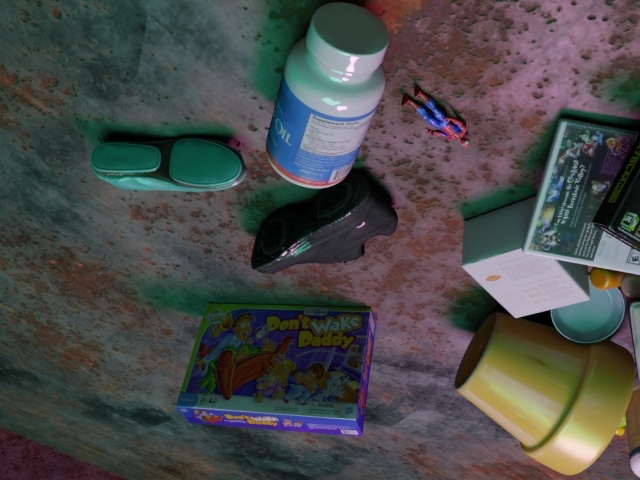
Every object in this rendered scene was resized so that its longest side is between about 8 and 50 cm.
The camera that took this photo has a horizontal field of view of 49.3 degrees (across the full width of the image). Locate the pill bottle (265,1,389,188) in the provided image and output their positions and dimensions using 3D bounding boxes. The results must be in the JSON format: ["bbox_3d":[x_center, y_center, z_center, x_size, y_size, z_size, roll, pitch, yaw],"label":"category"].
[{"bbox_3d":[0.009,-0.177,0.864,0.124,0.124,0.221,15,143,-5],"label":"pill bottle"}]

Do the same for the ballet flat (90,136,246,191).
[{"bbox_3d":[-0.223,-0.112,1.066,0.247,0.083,0.087,4,167,10],"label":"ballet flat"}]

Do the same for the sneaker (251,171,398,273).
[{"bbox_3d":[0.000,0.000,1.124,0.130,0.109,0.286,31,142,-34],"label":"sneaker"}]

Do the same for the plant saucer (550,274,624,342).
[{"bbox_3d":[0.448,0.113,1.176,0.119,0.021,0.119,1,102,7],"label":"plant saucer"}]

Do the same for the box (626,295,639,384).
[{"bbox_3d":[0.539,0.152,1.051,0.127,0.148,0.232,-8,177,22],"label":"box"}]

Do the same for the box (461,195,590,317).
[{"bbox_3d":[0.319,0.030,1.083,0.130,0.091,0.170,-21,133,36],"label":"box"}]

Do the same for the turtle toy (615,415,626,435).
[{"bbox_3d":[0.602,0.369,1.480,0.095,0.066,0.130,15,144,-3],"label":"turtle toy"}]

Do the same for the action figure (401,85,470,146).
[{"bbox_3d":[0.159,-0.158,0.929,0.115,0.030,0.038,30,135,-27],"label":"action figure"}]

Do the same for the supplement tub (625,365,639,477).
[{"bbox_3d":[0.656,0.344,1.320,0.144,0.199,0.144,8,144,6],"label":"supplement tub"}]

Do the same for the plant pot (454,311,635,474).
[{"bbox_3d":[0.386,0.251,1.255,0.239,0.254,0.254,28,144,5],"label":"plant pot"}]

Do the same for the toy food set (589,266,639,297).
[{"bbox_3d":[0.506,0.008,1.003,0.105,0.111,0.232,-8,140,-27],"label":"toy food set"}]

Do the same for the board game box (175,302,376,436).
[{"bbox_3d":[-0.079,0.243,1.355,0.347,0.233,0.078,0,142,15],"label":"board game box"}]

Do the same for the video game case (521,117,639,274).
[{"bbox_3d":[0.379,-0.056,0.933,0.173,0.022,0.190,10,112,1],"label":"video game case"}]

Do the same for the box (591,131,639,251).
[{"bbox_3d":[0.459,-0.058,0.864,0.191,0.184,0.045,27,-176,-15],"label":"box"}]
